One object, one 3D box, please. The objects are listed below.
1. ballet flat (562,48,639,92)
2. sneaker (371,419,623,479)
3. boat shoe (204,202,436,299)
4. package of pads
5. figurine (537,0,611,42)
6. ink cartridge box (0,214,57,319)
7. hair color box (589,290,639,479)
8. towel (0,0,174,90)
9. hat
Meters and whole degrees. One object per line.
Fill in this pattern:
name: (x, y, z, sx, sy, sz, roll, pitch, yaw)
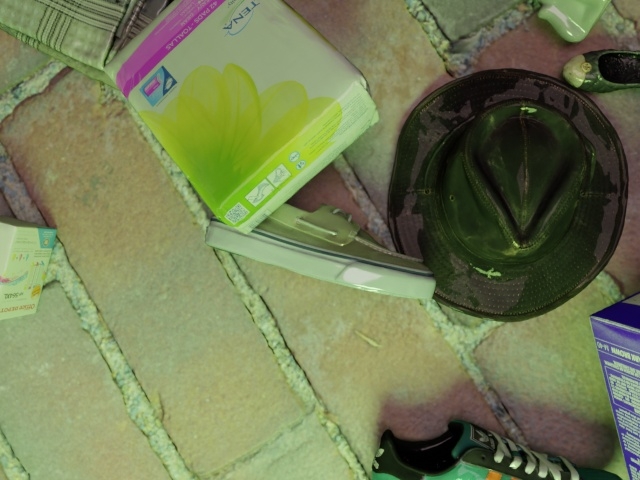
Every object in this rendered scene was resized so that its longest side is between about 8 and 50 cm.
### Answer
ballet flat: (0.396, -0.218, 0.660, 0.173, 0.049, 0.057, 1, 87, 5)
sneaker: (0.212, 0.281, 0.627, 0.303, 0.108, 0.120, -4, 91, 6)
boat shoe: (0.000, 0.000, 0.661, 0.303, 0.109, 0.094, 15, 87, 8)
package of pads: (-0.098, -0.185, 0.648, 0.229, 0.101, 0.296, -41, 68, 2)
figurine: (0.300, -0.393, 0.667, 0.210, 0.092, 0.214, 35, 92, 14)
ink cartridge box: (-0.434, 0.041, 0.705, 0.090, 0.092, 0.143, 13, 90, 5)
hair color box: (0.426, 0.207, 0.552, 0.185, 0.110, 0.338, -22, 102, -13)
towel: (-0.337, -0.410, 0.733, 0.324, 0.056, 0.312, 27, 90, 5)
hat: (0.235, -0.064, 0.628, 0.332, 0.134, 0.331, 0, 87, 4)
